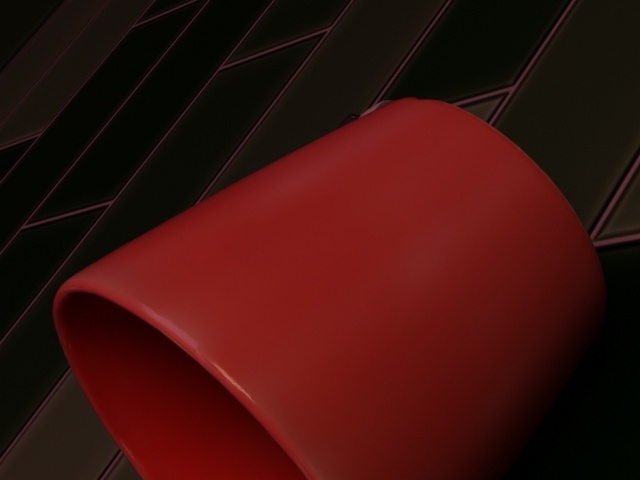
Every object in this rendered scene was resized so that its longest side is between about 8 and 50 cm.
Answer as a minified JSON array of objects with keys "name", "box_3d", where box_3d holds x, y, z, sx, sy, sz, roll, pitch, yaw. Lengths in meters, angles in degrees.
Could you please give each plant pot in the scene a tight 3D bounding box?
[{"name":"plant pot","box_3d":[0.020,0.059,1.097,0.243,0.275,0.275,-41,19,-23]}]

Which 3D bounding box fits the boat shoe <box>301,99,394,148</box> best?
[{"name":"boat shoe","box_3d":[0.000,0.000,1.438,0.091,0.114,0.302,-26,14,35]}]
